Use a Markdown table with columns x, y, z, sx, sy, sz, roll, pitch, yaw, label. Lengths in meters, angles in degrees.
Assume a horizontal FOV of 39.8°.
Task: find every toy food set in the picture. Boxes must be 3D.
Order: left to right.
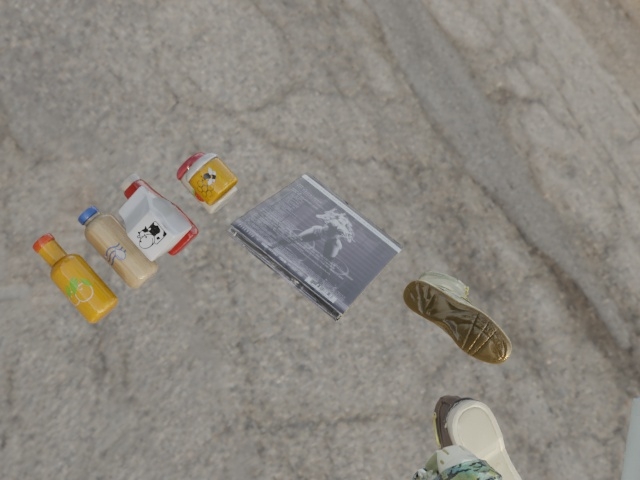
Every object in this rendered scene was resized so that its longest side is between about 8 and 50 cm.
| x | y | z | sx | sy | sz | roll | pitch | yaw | label |
| --- | --- | --- | --- | --- | --- | --- | --- | --- | --- |
| -0.185 | -0.030 | 0.914 | 0.104 | 0.232 | 0.111 | 47 | 26 | 1 | toy food set |

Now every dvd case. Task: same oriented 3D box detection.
| x | y | z | sx | sy | sz | roll | pitch | yaw | label |
| --- | --- | --- | --- | --- | --- | --- | --- | --- | --- |
| 0.000 | 0.000 | 1.084 | 0.164 | 0.018 | 0.221 | 38 | 31 | 6 | dvd case |

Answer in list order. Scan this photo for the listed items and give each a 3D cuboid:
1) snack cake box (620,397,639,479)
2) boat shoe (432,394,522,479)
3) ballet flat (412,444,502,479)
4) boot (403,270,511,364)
| x | y | z | sx | sy | sz | roll | pitch | yaw | label |
| --- | --- | --- | --- | --- | --- | --- | --- | --- | --- |
| 0.488 | 0.300 | 1.077 | 0.264 | 0.089 | 0.152 | 23 | 71 | -27 | snack cake box |
| 0.286 | 0.427 | 1.582 | 0.116 | 0.096 | 0.324 | -25 | 102 | -19 | boat shoe |
| 0.141 | 0.258 | 0.970 | 0.070 | 0.188 | 0.070 | 6 | 64 | -12 | ballet flat |
| 0.256 | 0.131 | 1.602 | 0.213 | 0.077 | 0.165 | 34 | 14 | 9 | boot |
